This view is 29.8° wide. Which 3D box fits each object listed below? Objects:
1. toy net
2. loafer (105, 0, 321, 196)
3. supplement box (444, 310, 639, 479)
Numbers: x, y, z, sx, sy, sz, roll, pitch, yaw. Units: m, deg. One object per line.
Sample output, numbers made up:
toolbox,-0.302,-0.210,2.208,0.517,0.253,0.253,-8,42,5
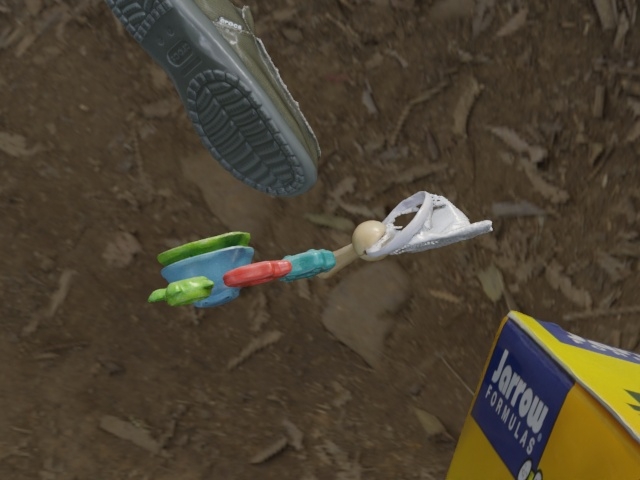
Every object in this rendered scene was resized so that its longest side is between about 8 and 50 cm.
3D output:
toy net,0.000,0.000,0.816,0.232,0.122,0.045,-14,83,2
loafer,-0.073,-0.148,0.974,0.251,0.094,0.087,55,50,-15
supplement box,0.126,0.239,0.483,0.194,0.195,0.357,16,98,-9
